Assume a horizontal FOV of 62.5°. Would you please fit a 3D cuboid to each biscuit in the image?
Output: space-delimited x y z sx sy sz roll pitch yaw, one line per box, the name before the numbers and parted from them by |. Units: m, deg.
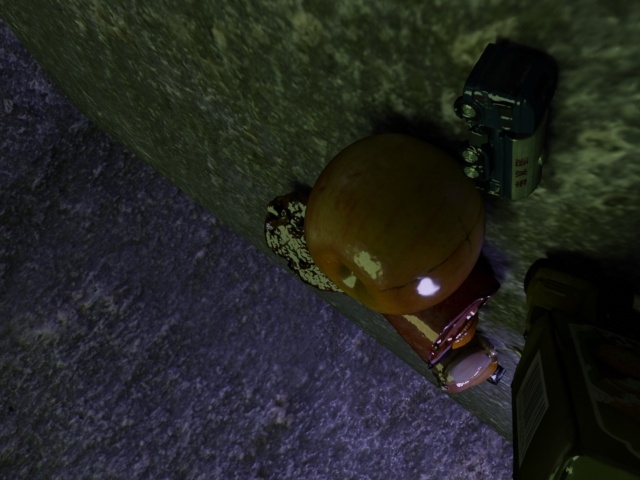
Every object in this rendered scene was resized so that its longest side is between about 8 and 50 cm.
biscuit | 0.000 0.003 1.394 0.334 0.081 0.289 23 132 23

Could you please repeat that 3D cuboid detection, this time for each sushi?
sushi | 0.500 0.387 1.611 0.083 0.056 0.084 41 167 -13

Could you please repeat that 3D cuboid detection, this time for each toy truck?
toy truck | 0.203 -0.113 0.576 0.088 0.074 0.202 26 164 28
toy truck | 0.378 0.143 0.797 0.147 0.165 0.224 22 159 50

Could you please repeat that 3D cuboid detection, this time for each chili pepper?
chili pepper | 0.169 0.085 1.041 0.305 0.229 0.251 34 -156 18

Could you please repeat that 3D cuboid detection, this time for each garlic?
garlic | 0.395 0.329 1.488 0.160 0.191 0.214 60 -170 25

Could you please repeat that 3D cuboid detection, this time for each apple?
apple | 0.111 -0.020 0.806 0.286 0.233 0.286 37 167 10

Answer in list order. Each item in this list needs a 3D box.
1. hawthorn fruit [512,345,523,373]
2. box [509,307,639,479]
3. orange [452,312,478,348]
hawthorn fruit | 0.494 0.318 1.114 0.251 0.199 0.199 51 169 7
box | 0.405 0.242 0.509 0.420 0.138 0.373 20 -165 17
orange | 0.269 0.172 1.234 0.193 0.161 0.193 32 170 6
